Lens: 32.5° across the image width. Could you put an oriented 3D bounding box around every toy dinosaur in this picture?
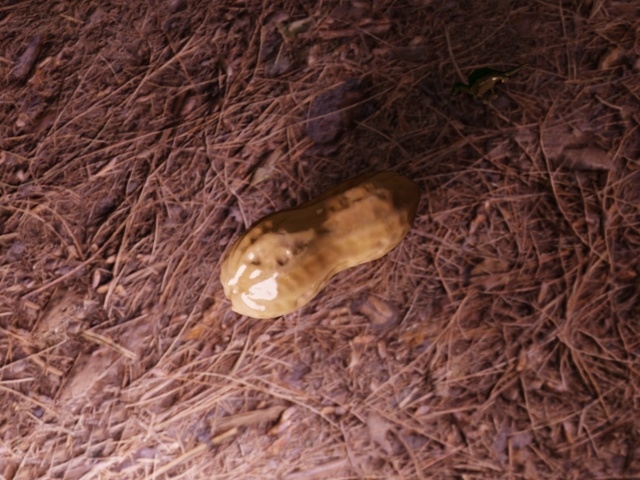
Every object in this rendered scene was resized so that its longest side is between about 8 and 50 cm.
[{"bbox_3d":[0.253,-0.242,1.637,0.120,0.029,0.060,-33,49,1],"label":"toy dinosaur"}]

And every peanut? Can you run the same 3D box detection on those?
[{"bbox_3d":[0.000,0.000,1.542,0.313,0.149,0.149,-26,61,2],"label":"peanut"}]
